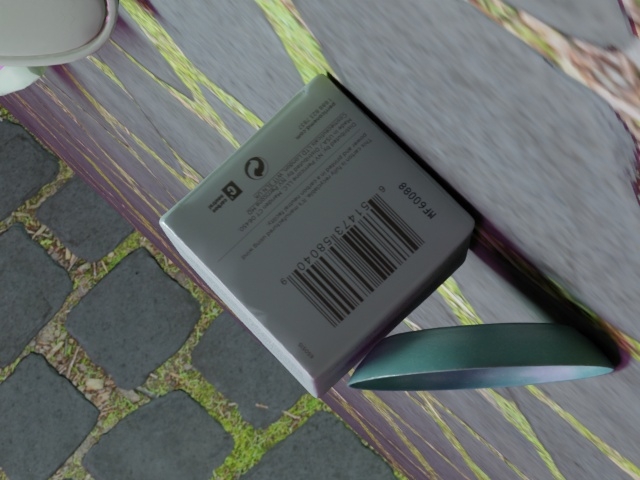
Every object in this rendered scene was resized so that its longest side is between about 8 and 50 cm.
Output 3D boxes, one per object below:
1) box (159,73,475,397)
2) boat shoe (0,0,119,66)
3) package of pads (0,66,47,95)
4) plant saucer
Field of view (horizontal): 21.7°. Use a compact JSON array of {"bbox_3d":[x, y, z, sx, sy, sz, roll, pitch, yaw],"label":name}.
[{"bbox_3d":[0.000,0.000,0.757,0.102,0.101,0.087,46,174,10],"label":"box"},{"bbox_3d":[-0.276,-0.184,0.967,0.335,0.112,0.095,10,-147,-2],"label":"boat shoe"},{"bbox_3d":[-0.332,-0.184,1.140,0.296,0.101,0.229,-13,130,45],"label":"package of pads"},{"bbox_3d":[0.071,0.052,0.744,0.119,0.119,0.021,94,173,-81],"label":"plant saucer"}]
